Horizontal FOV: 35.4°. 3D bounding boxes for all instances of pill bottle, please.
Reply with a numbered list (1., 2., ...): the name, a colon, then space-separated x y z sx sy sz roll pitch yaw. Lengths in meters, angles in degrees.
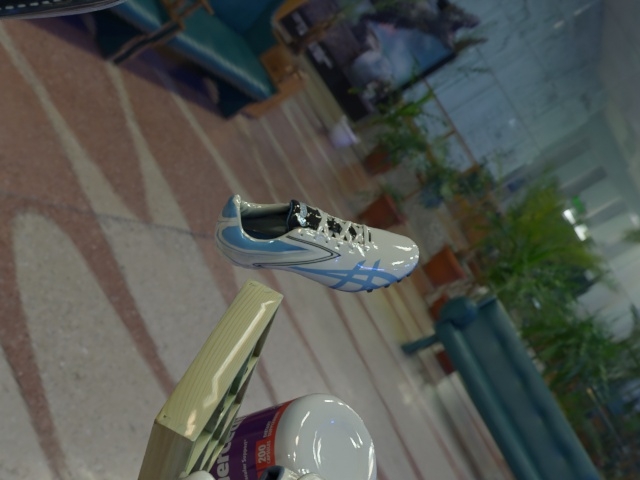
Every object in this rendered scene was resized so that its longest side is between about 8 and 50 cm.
1. pill bottle: -0.089 0.339 1.433 0.181 0.323 0.181 26 52 -39

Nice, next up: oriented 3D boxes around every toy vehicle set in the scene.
1. toy vehicle set: -0.112 0.173 0.895 0.035 0.267 0.166 27 48 5

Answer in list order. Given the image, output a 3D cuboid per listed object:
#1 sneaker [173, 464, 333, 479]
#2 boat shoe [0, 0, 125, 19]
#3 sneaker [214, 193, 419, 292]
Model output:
1. sneaker: 0.005 0.246 0.792 0.297 0.111 0.129 14 68 -35
2. boat shoe: -0.339 -0.223 0.713 0.500 0.187 0.156 -1 44 -31
3. sneaker: 0.000 0.000 1.129 0.086 0.237 0.085 107 -13 -45
